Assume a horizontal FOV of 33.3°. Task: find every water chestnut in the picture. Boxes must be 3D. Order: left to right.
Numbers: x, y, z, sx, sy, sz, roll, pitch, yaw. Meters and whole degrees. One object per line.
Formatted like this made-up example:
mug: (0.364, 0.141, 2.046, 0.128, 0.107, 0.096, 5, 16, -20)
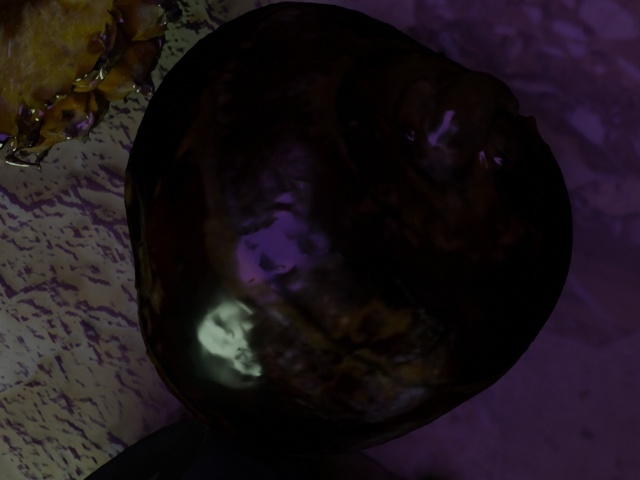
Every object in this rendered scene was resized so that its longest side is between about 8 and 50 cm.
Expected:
water chestnut: (0.000, 0.000, 0.541, 0.238, 0.224, 0.223, -22, 98, 58)

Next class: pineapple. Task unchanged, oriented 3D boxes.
pineapple: (-0.143, -0.136, 0.574, 0.225, 0.076, 0.224, -8, 76, 36)

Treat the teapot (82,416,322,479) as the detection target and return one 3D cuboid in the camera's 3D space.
teapot: (-0.016, 0.273, 0.591, 0.300, 0.253, 0.344, -39, 100, -15)
